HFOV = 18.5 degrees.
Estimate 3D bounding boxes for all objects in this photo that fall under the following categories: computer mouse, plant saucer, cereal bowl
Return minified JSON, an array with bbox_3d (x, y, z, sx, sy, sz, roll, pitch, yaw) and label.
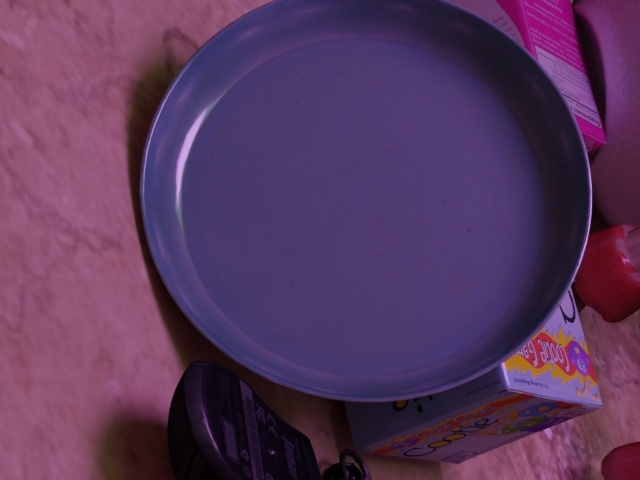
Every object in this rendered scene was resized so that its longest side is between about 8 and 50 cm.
[{"bbox_3d":[-0.031,0.197,1.296,0.262,0.060,0.184,39,33,-53],"label":"computer mouse"},{"bbox_3d":[0.032,-0.033,1.389,0.044,0.317,0.317,96,-19,-69],"label":"plant saucer"},{"bbox_3d":[0.311,-0.146,1.869,0.141,0.339,0.339,-6,66,-12],"label":"cereal bowl"}]

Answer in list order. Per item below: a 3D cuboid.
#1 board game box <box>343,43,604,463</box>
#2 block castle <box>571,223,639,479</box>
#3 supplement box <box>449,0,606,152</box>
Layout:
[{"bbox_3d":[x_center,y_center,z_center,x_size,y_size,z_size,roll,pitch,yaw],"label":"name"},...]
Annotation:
[{"bbox_3d":[0.091,0.015,1.500,0.142,0.144,0.275,15,56,-51],"label":"board game box"},{"bbox_3d":[0.422,0.171,1.822,0.453,0.213,0.303,24,50,-40],"label":"block castle"},{"bbox_3d":[0.170,-0.176,1.814,0.114,0.111,0.220,22,51,-48],"label":"supplement box"}]
